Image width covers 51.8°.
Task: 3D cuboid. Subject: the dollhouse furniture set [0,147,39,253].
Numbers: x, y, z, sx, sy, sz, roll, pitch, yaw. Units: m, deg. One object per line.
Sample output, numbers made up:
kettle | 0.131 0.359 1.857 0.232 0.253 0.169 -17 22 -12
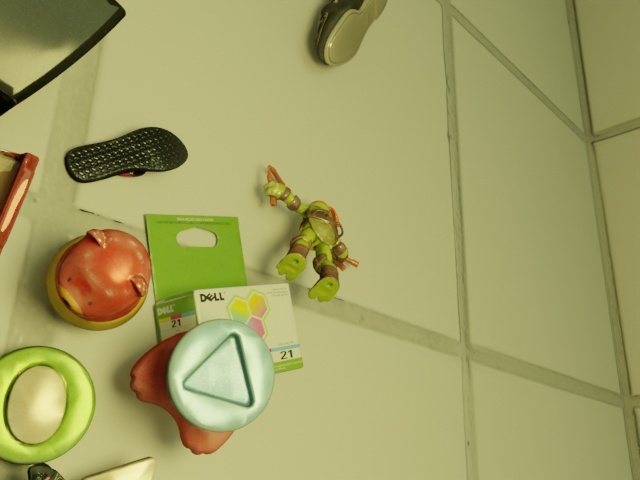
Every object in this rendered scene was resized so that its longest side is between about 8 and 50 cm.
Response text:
dollhouse furniture set | -0.435 0.052 0.600 0.201 0.152 0.374 26 77 -30

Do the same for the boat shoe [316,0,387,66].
boat shoe | 0.050 -0.474 1.405 0.112 0.095 0.335 86 28 -45

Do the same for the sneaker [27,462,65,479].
sneaker | -0.337 0.297 0.669 0.178 0.072 0.077 -36 94 -35

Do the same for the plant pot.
plant pot | -0.377 -0.246 0.757 0.188 0.187 0.167 42 60 -32

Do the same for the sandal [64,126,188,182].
sandal | -0.274 -0.118 0.933 0.179 0.040 0.067 -17 84 -36

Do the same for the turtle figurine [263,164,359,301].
turtle figurine | 0.000 0.000 1.119 0.269 0.087 0.217 50 26 -30

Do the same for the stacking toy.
stacking toy | -0.215 0.156 0.742 0.309 0.130 0.279 41 62 -13

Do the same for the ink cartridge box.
ink cartridge box | -0.141 0.076 0.963 0.188 0.097 0.255 -1 78 -49
